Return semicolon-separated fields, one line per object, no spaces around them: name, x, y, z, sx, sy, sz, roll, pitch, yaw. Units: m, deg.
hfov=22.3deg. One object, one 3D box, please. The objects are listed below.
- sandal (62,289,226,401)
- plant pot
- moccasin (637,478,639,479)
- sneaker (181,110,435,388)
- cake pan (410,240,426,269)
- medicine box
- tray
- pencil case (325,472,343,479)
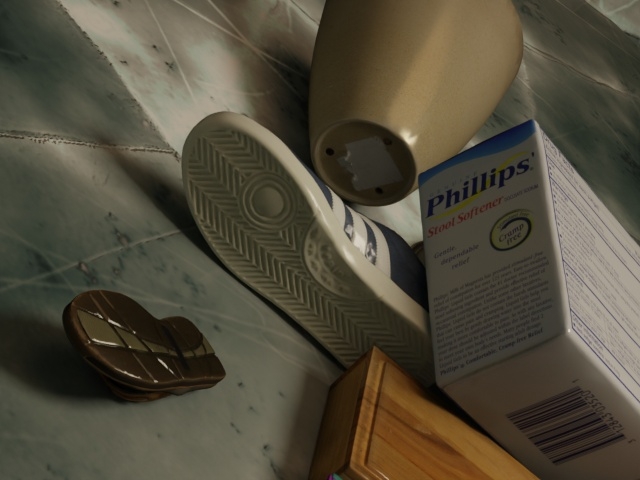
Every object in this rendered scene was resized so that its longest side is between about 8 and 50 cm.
sandal;-0.152;0.096;1.353;0.090;0.060;0.219;60;14;16
plant pot;0.090;-0.172;1.930;0.256;0.256;0.274;38;42;-13
moccasin;0.362;0.220;1.780;0.139;0.147;0.380;58;14;-30
sneaker;0.000;0.000;1.643;0.350;0.131;0.148;50;26;-13
cake pan;0.223;0.097;1.905;0.293;0.054;0.293;35;27;-20
medicine box;0.236;0.075;1.669;0.263;0.149;0.289;44;31;-39
tray;0.174;0.291;1.520;0.411;0.076;0.203;38;26;-12
pencil case;0.041;0.266;1.368;0.152;0.064;0.070;41;64;-10
